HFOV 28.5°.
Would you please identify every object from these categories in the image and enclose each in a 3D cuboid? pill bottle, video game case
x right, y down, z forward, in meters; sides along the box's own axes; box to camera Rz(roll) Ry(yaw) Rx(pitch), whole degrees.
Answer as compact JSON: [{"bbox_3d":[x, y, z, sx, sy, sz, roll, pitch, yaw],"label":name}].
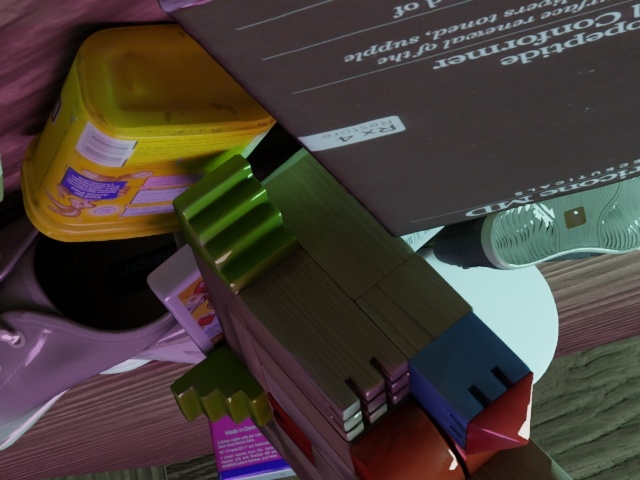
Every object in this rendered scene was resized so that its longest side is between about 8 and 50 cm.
[{"bbox_3d":[0.107,0.128,1.431,0.210,0.210,0.363,-7,166,-21],"label":"pill bottle"},{"bbox_3d":[0.000,0.000,0.882,0.227,0.026,0.206,-40,155,-8],"label":"video game case"}]

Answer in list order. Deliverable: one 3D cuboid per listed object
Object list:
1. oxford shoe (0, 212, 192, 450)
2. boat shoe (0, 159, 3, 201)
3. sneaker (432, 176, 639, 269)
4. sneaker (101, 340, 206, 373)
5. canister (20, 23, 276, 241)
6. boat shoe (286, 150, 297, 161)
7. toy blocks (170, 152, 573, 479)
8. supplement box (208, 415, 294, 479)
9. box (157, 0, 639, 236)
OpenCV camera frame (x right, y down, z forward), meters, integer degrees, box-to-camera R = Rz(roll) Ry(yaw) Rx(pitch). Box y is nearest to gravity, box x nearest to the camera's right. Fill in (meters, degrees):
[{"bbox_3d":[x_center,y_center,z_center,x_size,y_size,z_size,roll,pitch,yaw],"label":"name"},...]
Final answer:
[{"bbox_3d":[-0.239,0.062,0.956,0.449,0.169,0.130,-25,166,20],"label":"oxford shoe"},{"bbox_3d":[-0.271,-0.064,0.546,0.109,0.098,0.302,-5,176,39],"label":"boat shoe"},{"bbox_3d":[0.224,-0.021,1.243,0.222,0.083,0.118,-9,-178,-27],"label":"sneaker"},{"bbox_3d":[-0.132,0.044,1.060,0.305,0.114,0.152,6,146,16],"label":"sneaker"},{"bbox_3d":[-0.102,-0.062,0.750,0.126,0.073,0.170,-6,164,-24],"label":"canister"},{"bbox_3d":[-0.015,-0.019,1.021,0.081,0.079,0.227,-2,159,-11],"label":"boat shoe"},{"bbox_3d":[0.052,0.126,0.815,0.191,0.261,0.381,-37,153,-15],"label":"toy blocks"},{"bbox_3d":[-0.058,0.119,1.230,0.114,0.220,0.111,-11,166,2],"label":"supplement box"},{"bbox_3d":[0.069,-0.116,0.534,0.191,0.143,0.381,-15,168,12],"label":"box"}]
